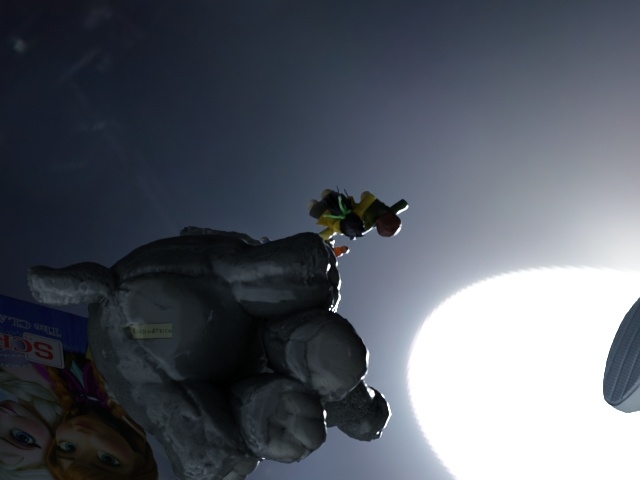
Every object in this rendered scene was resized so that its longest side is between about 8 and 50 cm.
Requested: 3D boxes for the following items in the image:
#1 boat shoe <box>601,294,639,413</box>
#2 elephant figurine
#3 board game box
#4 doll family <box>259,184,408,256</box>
[{"bbox_3d":[0.431,0.074,1.771,0.094,0.302,0.109,29,5,-23],"label":"boat shoe"},{"bbox_3d":[-0.057,0.075,0.984,0.239,0.169,0.186,115,-49,-85],"label":"elephant figurine"},{"bbox_3d":[-0.237,0.173,1.291,0.318,0.318,0.066,17,-59,-25],"label":"board game box"},{"bbox_3d":[0.000,0.000,1.621,0.076,0.193,0.111,52,-4,-24],"label":"doll family"}]
